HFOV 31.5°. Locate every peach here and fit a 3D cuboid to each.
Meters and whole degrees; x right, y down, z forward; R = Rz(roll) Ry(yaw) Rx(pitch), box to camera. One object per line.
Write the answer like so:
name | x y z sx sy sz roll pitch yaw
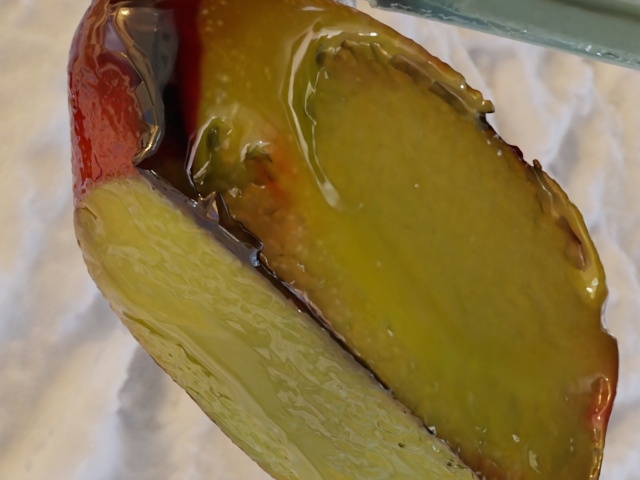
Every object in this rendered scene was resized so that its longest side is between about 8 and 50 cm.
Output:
peach | -0.002 0.004 0.477 0.267 0.154 0.159 42 52 -13

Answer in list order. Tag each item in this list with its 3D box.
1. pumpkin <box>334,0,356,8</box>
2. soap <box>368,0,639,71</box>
pumpkin | -0.099 -0.315 1.659 0.257 0.291 0.327 34 63 -49
soap | 0.119 -0.143 0.521 0.198 0.114 0.063 12 15 -14
